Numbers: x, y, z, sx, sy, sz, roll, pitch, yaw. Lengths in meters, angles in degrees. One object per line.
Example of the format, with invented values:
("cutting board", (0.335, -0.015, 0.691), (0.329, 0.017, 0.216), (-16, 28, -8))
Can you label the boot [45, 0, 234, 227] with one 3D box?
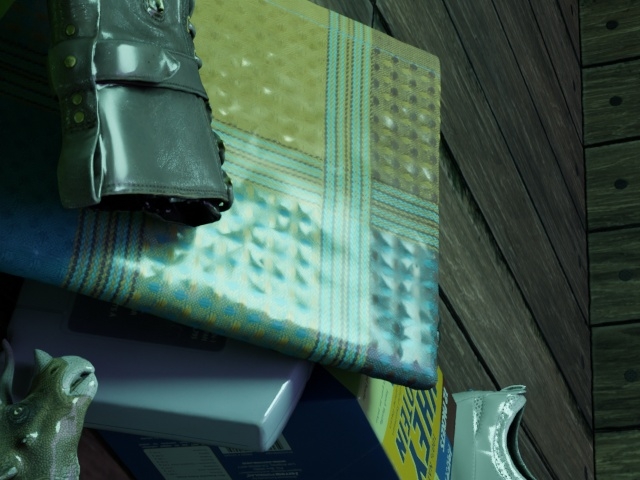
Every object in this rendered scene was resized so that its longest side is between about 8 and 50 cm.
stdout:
("boot", (-0.094, -0.119, 0.701), (0.263, 0.091, 0.228), (-15, 91, -66))

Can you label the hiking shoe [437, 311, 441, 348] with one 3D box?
("hiking shoe", (0.057, 0.146, 1.278), (0.132, 0.113, 0.304), (53, 24, -37))

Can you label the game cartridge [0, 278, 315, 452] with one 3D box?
("game cartridge", (-0.082, 0.000, 0.829), (0.060, 0.196, 0.294), (89, 9, -51))

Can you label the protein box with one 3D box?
("protein box", (-0.025, 0.126, 0.917), (0.201, 0.200, 0.136), (63, 28, -43))

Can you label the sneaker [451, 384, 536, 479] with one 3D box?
("sneaker", (0.155, 0.251, 1.014), (0.105, 0.115, 0.281), (17, 56, -75))

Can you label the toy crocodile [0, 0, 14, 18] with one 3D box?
("toy crocodile", (-0.239, -0.057, 0.553), (0.340, 0.115, 0.105), (-61, 153, -51))

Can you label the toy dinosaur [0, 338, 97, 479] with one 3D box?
("toy dinosaur", (-0.185, 0.195, 0.607), (0.313, 0.160, 0.121), (-52, 162, -47))

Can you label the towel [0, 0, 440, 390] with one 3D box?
("towel", (-0.088, -0.072, 0.763), (0.370, 0.040, 0.271), (20, 55, -22))
